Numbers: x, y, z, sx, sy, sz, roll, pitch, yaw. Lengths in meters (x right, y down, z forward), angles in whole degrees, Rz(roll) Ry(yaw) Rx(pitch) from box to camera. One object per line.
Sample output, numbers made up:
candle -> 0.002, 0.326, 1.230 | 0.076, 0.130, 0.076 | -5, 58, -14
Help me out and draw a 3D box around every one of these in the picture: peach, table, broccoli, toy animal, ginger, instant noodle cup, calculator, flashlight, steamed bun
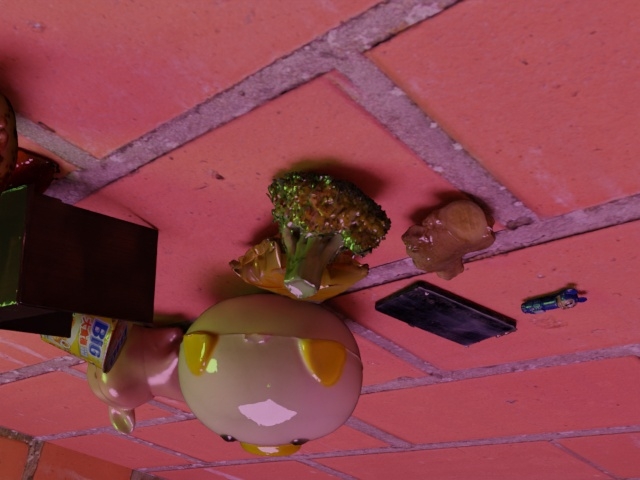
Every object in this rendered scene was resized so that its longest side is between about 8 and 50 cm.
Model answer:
peach -> -0.568, -0.098, 1.244 | 0.279, 0.068, 0.189 | -2, 151, 18
table -> -0.472, 0.052, 1.301 | 0.251, 0.196, 0.282 | -13, 161, 32
broccoli -> 0.000, 0.000, 1.135 | 0.220, 0.194, 0.194 | -3, 149, 30
toy animal -> -0.383, 0.297, 1.750 | 0.326, 0.237, 0.269 | 22, 128, -31
ginger -> 0.198, 0.004, 1.213 | 0.137, 0.074, 0.213 | 12, 156, -6
instant noodle cup -> -0.480, 0.158, 1.560 | 0.153, 0.205, 0.205 | 22, 150, -2
calculator -> 0.251, 0.154, 1.508 | 0.262, 0.021, 0.161 | 24, 148, -24
flashlight -> 0.429, 0.117, 1.379 | 0.121, 0.035, 0.057 | -21, 140, 41
steamed bun -> -0.101, 0.261, 1.504 | 0.374, 0.334, 0.334 | -1, 150, 7

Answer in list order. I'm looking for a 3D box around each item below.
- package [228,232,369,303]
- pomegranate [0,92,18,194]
package -> -0.039, 0.054, 1.339 | 0.226, 0.090, 0.168 | 19, 151, -22
pomegranate -> -0.494, -0.136, 1.003 | 0.248, 0.214, 0.214 | 3, 152, 35
